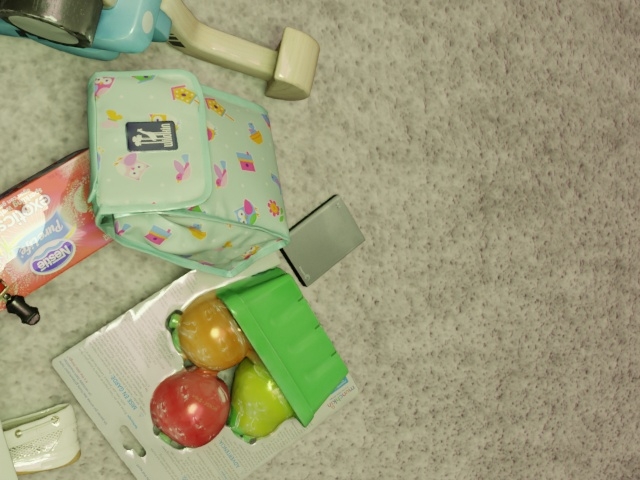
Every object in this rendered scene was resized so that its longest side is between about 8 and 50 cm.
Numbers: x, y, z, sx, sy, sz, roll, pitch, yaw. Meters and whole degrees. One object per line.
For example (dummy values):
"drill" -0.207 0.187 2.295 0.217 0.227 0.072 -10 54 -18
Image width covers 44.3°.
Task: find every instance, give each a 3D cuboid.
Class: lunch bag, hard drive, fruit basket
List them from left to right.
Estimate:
"lunch bag" -0.182 -0.092 1.024 0.262 0.160 0.223 18 52 -45
"fruit basket" -0.157 0.204 1.179 0.353 0.165 0.327 -33 107 -6
"hard drive" 0.000 0.000 1.299 0.135 0.022 0.094 -38 109 -20

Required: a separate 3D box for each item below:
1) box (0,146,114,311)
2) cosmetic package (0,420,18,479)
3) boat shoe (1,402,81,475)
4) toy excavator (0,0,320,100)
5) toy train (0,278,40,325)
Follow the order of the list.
"box" -0.383 -0.011 1.040 0.257 0.128 0.122 -36 108 -22
"cosmetic package" -0.535 0.241 0.823 0.377 0.097 0.284 -22 101 -46
"boat shoe" -0.460 0.266 1.036 0.277 0.098 0.096 -4 92 -35
"toy excavator" -0.246 -0.322 1.060 0.433 0.445 0.222 11 87 13
"toy train" -0.399 0.050 0.940 0.158 0.036 0.027 45 74 -22
